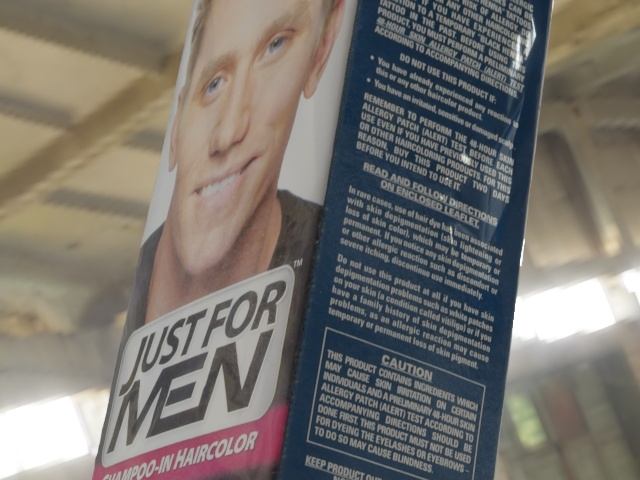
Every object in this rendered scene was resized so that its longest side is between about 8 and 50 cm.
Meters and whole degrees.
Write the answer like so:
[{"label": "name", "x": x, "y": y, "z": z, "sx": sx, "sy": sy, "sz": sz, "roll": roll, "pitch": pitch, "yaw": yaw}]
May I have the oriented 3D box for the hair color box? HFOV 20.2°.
[{"label": "hair color box", "x": 0.000, "y": 0.000, "z": 0.788, "sx": 0.105, "sy": 0.347, "sz": 0.174, "roll": 22, "pitch": -26, "yaw": -27}]
